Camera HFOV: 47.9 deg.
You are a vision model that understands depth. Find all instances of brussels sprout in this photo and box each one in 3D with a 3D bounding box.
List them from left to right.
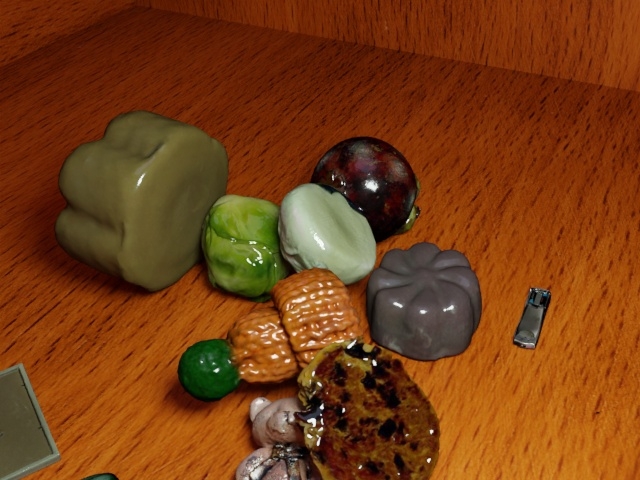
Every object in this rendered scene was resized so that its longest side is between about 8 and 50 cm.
[{"bbox_3d":[-0.180,0.021,1.888,0.259,0.227,0.294,-27,67,-38],"label":"brussels sprout"}]

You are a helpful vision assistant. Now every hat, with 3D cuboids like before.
[{"bbox_3d":[-0.097,0.247,1.570,0.400,0.285,0.285,-30,42,-8],"label":"hat"}]

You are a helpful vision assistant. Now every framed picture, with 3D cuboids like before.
[{"bbox_3d":[-0.722,0.412,1.557,0.240,0.020,0.324,-23,41,-25],"label":"framed picture"}]

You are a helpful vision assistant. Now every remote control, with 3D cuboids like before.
[{"bbox_3d":[0.519,0.187,1.764,0.059,0.028,0.212,14,40,20],"label":"remote control"}]

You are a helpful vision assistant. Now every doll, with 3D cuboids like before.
[{"bbox_3d":[-0.067,0.423,1.392,0.201,0.156,0.303,2,41,6],"label":"doll"}]

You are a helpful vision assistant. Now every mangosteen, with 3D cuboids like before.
[{"bbox_3d":[0.137,-0.135,2.032,0.306,0.306,0.359,28,15,35],"label":"mangosteen"}]

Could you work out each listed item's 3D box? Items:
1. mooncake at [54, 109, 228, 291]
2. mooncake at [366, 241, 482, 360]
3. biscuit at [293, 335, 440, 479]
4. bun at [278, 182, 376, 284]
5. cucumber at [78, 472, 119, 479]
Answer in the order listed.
[{"bbox_3d":[-0.448,-0.104,1.863,0.262,0.467,0.467,24,44,22],"label":"mooncake"},{"bbox_3d":[0.248,0.139,1.751,0.306,0.154,0.306,-3,34,2],"label":"mooncake"},{"bbox_3d":[0.085,0.356,1.401,0.289,0.081,0.334,-29,86,-34],"label":"biscuit"},{"bbox_3d":[0.000,0.000,1.784,0.283,0.179,0.283,32,38,-29],"label":"bun"},{"bbox_3d":[-0.490,0.508,1.344,0.244,0.063,0.115,-33,16,-38],"label":"cucumber"}]
